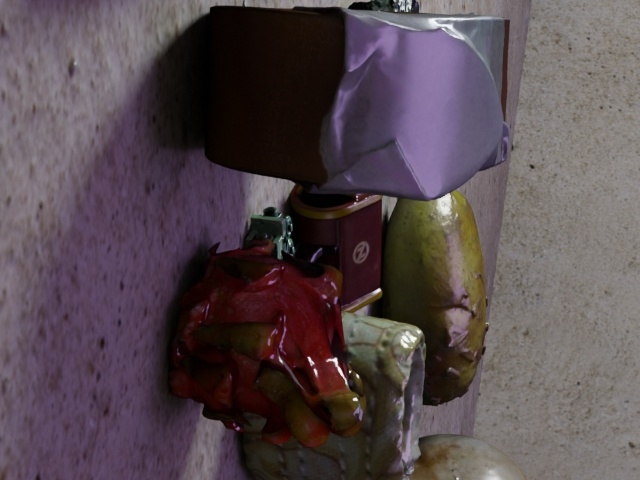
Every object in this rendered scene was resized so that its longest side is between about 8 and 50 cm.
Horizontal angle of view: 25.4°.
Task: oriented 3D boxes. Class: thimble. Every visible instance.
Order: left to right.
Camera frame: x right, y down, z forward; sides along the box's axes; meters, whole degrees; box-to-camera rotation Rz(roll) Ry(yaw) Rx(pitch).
[{"bbox_3d":[0.014,0.152,1.244,0.137,0.143,0.190,-64,156,-59],"label":"thimble"}]

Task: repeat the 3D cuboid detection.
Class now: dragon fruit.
[{"bbox_3d":[-0.036,0.081,1.022,0.150,0.207,0.133,-34,129,-15],"label":"dragon fruit"}]

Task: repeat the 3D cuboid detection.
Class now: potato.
[{"bbox_3d":[0.148,0.068,1.819,0.176,0.141,0.298,-75,168,-72],"label":"potato"}]

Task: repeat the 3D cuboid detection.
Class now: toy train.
[{"bbox_3d":[-0.043,0.015,1.184,0.053,0.033,0.083,-60,153,-54],"label":"toy train"}]

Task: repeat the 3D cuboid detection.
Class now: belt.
[{"bbox_3d":[0.032,-0.109,1.036,0.338,0.217,0.122,-29,124,-73],"label":"belt"}]

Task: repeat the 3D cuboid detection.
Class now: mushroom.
[{"bbox_3d":[0.165,0.358,1.847,0.178,0.226,0.226,93,11,-45],"label":"mushroom"}]

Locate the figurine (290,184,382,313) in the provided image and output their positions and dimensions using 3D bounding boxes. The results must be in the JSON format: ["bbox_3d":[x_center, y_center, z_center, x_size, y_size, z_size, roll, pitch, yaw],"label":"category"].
[{"bbox_3d":[0.001,-0.001,1.312,0.098,0.082,0.154,-38,136,-46],"label":"figurine"}]

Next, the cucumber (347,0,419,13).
[{"bbox_3d":[0.042,-0.149,1.407,0.074,0.074,0.241,76,25,-57],"label":"cucumber"}]
